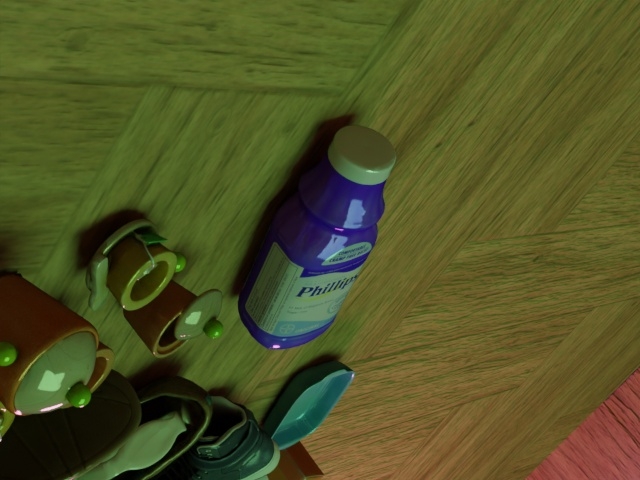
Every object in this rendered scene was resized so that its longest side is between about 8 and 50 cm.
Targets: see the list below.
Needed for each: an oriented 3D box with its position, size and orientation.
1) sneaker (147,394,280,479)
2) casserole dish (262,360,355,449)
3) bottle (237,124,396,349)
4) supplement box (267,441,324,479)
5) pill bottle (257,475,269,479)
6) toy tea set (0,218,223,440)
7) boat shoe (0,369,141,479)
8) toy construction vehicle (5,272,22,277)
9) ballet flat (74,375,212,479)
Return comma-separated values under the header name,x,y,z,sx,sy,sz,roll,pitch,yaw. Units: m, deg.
name,x,y,z,sx,sy,sz,roll,pitch,yaw
sneaker,-0.178,0.287,1.519,0.226,0.086,0.163,-28,146,-3
casserole dish,-0.023,0.235,1.690,0.114,0.037,0.188,-14,147,-42
bottle,0.000,0.000,1.248,0.118,0.092,0.283,-17,148,-37
supplement box,-0.108,0.417,1.838,0.233,0.078,0.080,-43,158,12
pill bottle,-0.147,0.369,1.700,0.137,0.078,0.078,-29,154,-20
toy tea set,-0.194,0.099,1.057,0.336,0.124,0.200,-29,152,-46
boat shoe,-0.344,0.231,1.165,0.342,0.123,0.123,-27,167,-24
toy construction vehicle,-0.300,0.065,1.018,0.086,0.035,0.098,-11,144,-45
ballet flat,-0.259,0.260,1.290,0.342,0.116,0.124,-29,-176,-22
